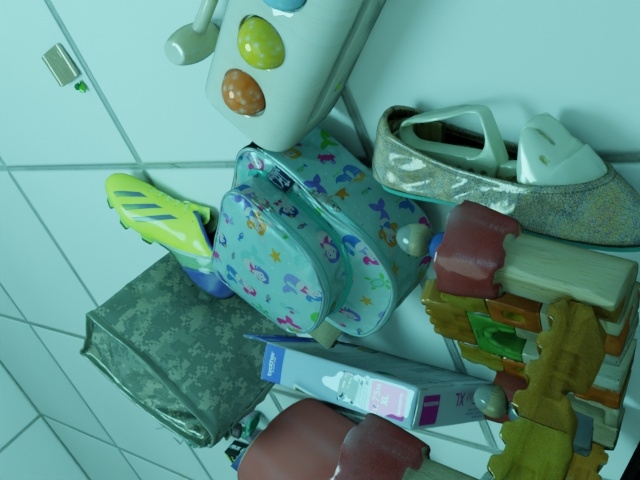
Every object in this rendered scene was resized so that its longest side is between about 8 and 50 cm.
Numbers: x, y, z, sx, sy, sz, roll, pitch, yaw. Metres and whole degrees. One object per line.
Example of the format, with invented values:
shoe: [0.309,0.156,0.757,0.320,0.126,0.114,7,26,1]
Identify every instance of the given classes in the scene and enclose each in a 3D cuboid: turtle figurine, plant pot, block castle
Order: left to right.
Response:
turtle figurine: [-0.236,0.365,1.678,0.234,0.118,0.175,12,155,17]
plant pot: [0.010,0.413,1.356,0.243,0.275,0.275,38,147,26]
block castle: [0.165,0.188,0.811,0.213,0.303,0.453,16,157,27]

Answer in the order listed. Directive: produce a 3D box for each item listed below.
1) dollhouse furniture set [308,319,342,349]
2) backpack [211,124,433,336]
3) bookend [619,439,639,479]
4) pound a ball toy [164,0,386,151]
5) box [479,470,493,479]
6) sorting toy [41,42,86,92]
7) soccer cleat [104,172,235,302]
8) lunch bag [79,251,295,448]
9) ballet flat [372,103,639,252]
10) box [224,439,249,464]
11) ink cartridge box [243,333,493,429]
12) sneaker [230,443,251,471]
dollhouse furniture set: [0.005,0.065,1.178,0.144,0.123,0.151,37,-179,13]
backpack: [0.000,0.000,0.983,0.254,0.191,0.225,33,144,9]
bookend: [0.401,0.295,0.880,0.072,0.157,0.156,52,147,-11]
pound a ball toy: [-0.068,-0.232,0.840,0.208,0.136,0.319,41,146,6]
box: [0.341,0.465,1.139,0.311,0.148,0.121,41,147,9]
sorting toy: [-0.398,-0.263,1.272,0.062,0.012,0.083,-14,112,47]
soccer cleat: [-0.221,-0.028,1.292,0.289,0.093,0.121,41,116,13]
lunch bag: [-0.204,0.178,1.333,0.287,0.235,0.169,39,140,11]
ballet flat: [0.176,-0.073,0.784,0.316,0.107,0.106,16,124,35]
box: [-0.101,0.532,1.777,0.184,0.045,0.190,4,130,48]
ink cartridge box: [0.057,0.188,1.123,0.311,0.186,0.065,12,92,41]
sneaker: [-0.045,0.528,1.555,0.316,0.182,0.127,35,136,0]
